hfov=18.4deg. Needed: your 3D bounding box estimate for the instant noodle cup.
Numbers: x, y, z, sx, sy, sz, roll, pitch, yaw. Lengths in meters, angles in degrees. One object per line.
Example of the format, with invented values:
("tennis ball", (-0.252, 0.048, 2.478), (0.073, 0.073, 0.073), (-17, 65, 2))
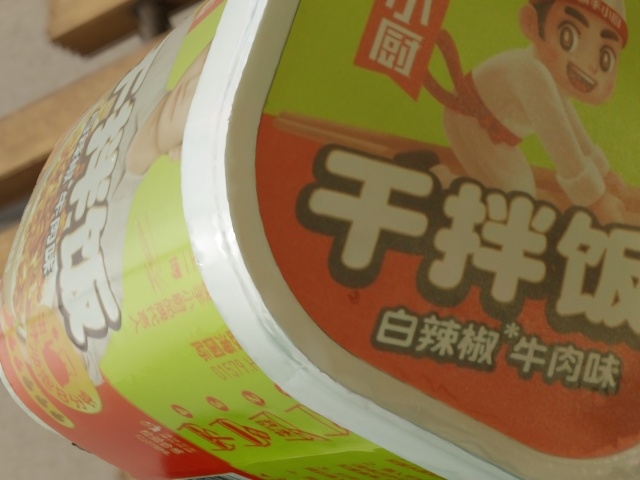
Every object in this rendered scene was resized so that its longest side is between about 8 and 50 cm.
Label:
("instant noodle cup", (0.000, 0.000, 0.936), (0.294, 0.308, 0.294), (10, -109, -31))
